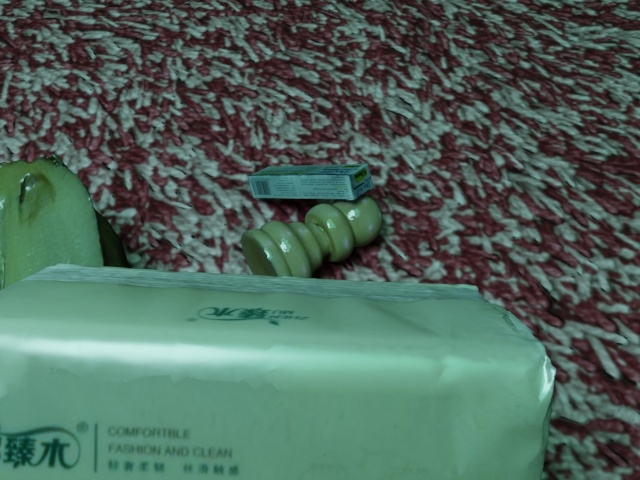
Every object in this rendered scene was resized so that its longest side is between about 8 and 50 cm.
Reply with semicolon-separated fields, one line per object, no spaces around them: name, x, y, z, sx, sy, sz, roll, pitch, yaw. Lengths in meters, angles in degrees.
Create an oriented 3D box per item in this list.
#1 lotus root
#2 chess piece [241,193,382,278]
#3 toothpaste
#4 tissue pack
lotus root;-0.338;0.049;0.668;0.267;0.149;0.260;-17;58;2
chess piece;0.000;0.000;0.727;0.171;0.094;0.094;-25;58;-23
toothpaste;-0.017;-0.074;0.754;0.164;0.034;0.046;4;26;37
tissue pack;-0.053;0.179;0.456;0.381;0.297;0.207;1;11;0
